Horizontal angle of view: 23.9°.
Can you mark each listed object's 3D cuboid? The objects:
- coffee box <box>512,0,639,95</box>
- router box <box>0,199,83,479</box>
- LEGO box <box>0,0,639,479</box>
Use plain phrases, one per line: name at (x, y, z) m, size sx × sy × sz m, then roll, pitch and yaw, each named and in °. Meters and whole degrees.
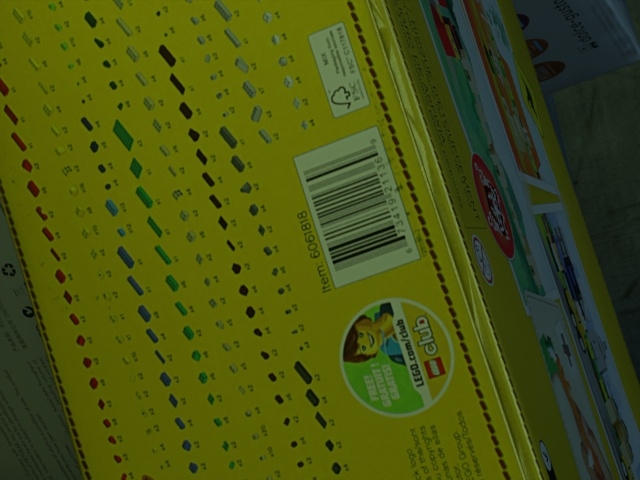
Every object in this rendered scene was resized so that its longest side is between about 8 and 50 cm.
coffee box at (0.072, -0.313, 1.427) m, size 0.337 × 0.334 × 0.338 m, roll 30°, pitch 45°, yaw -63°
router box at (-0.132, -0.022, 0.823) m, size 0.336 × 0.082 × 0.301 m, roll 64°, pitch 19°, yaw -19°
LEGO box at (0.014, -0.009, 0.782) m, size 0.372 × 0.193 × 0.500 m, roll 2°, pitch 70°, yaw -72°
